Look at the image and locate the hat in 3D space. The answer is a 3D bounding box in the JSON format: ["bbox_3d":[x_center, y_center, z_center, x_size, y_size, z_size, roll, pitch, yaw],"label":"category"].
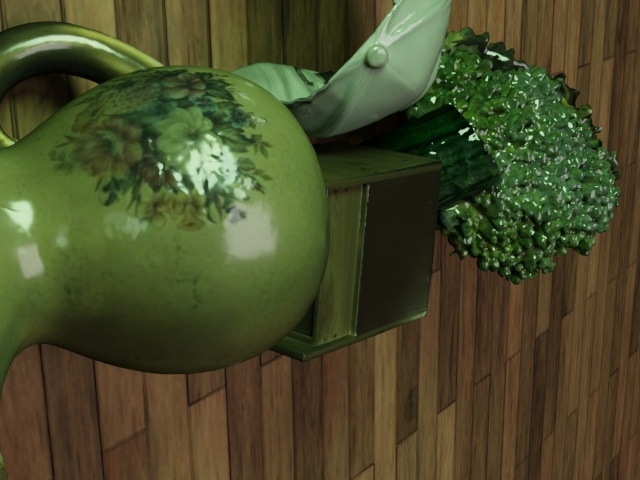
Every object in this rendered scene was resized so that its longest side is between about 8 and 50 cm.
[{"bbox_3d":[0.066,-0.190,1.067,0.258,0.168,0.301,-46,156,13],"label":"hat"}]

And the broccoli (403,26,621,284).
[{"bbox_3d":[0.236,-0.118,1.312,0.334,0.272,0.324,-15,108,-38],"label":"broccoli"}]

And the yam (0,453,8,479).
[{"bbox_3d":[-0.345,0.180,0.705,0.238,0.129,0.128,-9,125,-51],"label":"yam"}]

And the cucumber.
[{"bbox_3d":[0.078,-0.071,1.153,0.115,0.243,0.063,65,5,8],"label":"cucumber"}]

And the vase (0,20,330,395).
[{"bbox_3d":[-0.177,-0.040,0.764,0.302,0.329,0.241,-12,152,-27],"label":"vase"}]

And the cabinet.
[{"bbox_3d":[0.000,0.000,1.016,0.215,0.148,0.175,-15,113,-51],"label":"cabinet"}]
